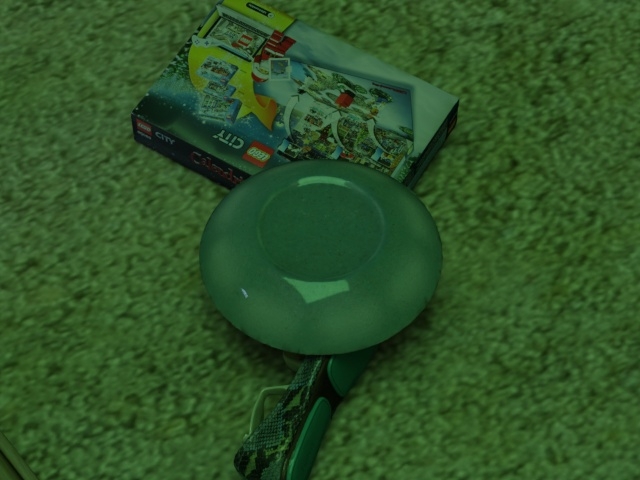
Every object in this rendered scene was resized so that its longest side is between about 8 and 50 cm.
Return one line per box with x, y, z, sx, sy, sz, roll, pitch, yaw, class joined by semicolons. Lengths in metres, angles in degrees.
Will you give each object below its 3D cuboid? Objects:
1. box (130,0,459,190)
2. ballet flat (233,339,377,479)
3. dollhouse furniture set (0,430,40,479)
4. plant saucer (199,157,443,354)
-0.021;-0.104;1.569;0.233;0.044;0.159;28;64;14;box
-0.012;0.113;1.438;0.070;0.070;0.188;23;59;12;ballet flat
-0.277;0.199;1.347;0.151;0.123;0.144;-35;66;-19;dollhouse furniture set
0.000;0.000;1.449;0.195;0.037;0.195;-1;53;1;plant saucer
